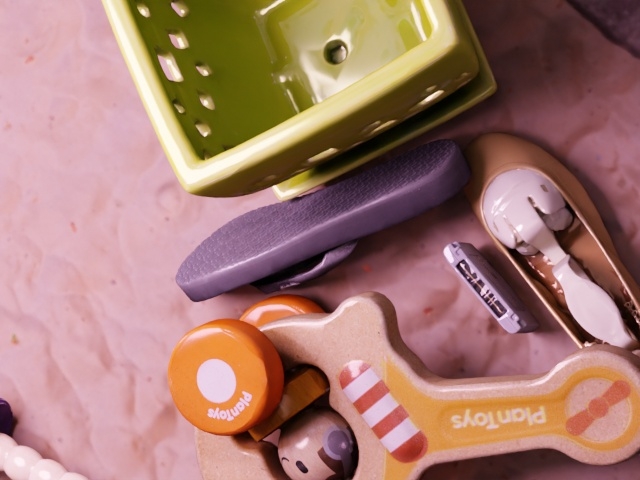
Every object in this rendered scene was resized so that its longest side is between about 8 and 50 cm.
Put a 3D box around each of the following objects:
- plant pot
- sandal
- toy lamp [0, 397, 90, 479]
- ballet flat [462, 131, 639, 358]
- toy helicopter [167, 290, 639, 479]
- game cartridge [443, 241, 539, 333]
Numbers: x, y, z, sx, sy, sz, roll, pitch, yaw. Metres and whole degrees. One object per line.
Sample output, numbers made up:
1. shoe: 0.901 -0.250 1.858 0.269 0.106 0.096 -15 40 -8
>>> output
1. plant pot: -0.008 -0.163 1.298 0.228 0.207 0.227 -27 75 14
2. sandal: 0.000 0.000 1.345 0.254 0.097 0.054 -20 112 22
3. toy lamp: -0.210 0.191 1.404 0.275 0.080 0.080 23 92 18
4. ballet flat: 0.177 0.007 1.289 0.080 0.073 0.232 -42 73 13
5. toy helicopter: 0.073 0.149 1.275 0.355 0.140 0.235 -8 94 23
6. game cartridge: 0.128 0.036 1.312 0.017 0.056 0.083 -44 73 18
